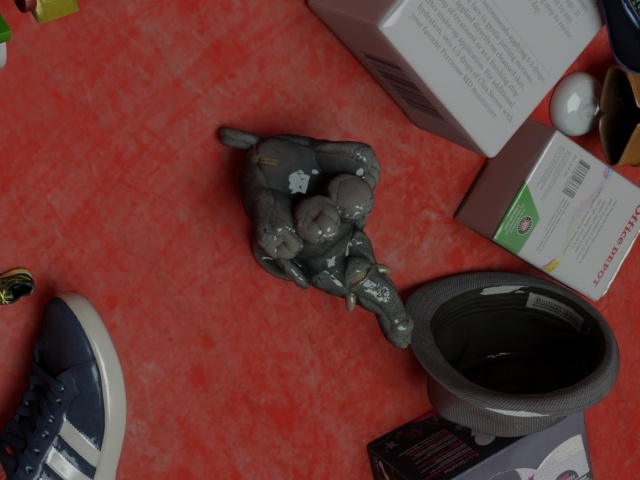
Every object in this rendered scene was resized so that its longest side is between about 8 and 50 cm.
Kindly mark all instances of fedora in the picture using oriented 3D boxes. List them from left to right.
[{"bbox_3d":[0.223,0.155,1.670,0.275,0.243,0.124,-11,135,-24],"label":"fedora"}]

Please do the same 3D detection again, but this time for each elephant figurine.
[{"bbox_3d":[0.000,0.000,1.512,0.169,0.186,0.239,-9,147,8],"label":"elephant figurine"}]

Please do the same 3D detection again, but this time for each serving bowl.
[{"bbox_3d":[0.328,-0.169,1.715,0.083,0.027,0.083,-12,115,-27],"label":"serving bowl"}]

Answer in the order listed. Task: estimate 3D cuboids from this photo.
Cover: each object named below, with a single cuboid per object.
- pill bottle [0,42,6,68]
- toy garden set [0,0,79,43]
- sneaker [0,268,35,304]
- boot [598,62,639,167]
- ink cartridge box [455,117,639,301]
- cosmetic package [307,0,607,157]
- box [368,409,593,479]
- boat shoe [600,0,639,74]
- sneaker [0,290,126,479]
[{"bbox_3d":[-0.397,-0.168,1.219,0.215,0.117,0.117,-19,117,-25],"label":"pill bottle"},{"bbox_3d":[-0.338,-0.257,1.190,0.204,0.244,0.049,-27,163,-29],"label":"toy garden set"},{"bbox_3d":[-0.330,0.052,1.392,0.083,0.035,0.031,-24,118,-22],"label":"sneaker"},{"bbox_3d":[0.454,-0.116,1.740,0.220,0.109,0.283,-19,112,-37],"label":"boot"},{"bbox_3d":[0.296,-0.038,1.704,0.212,0.093,0.154,28,92,-34],"label":"ink cartridge box"},{"bbox_3d":[0.227,-0.343,1.505,0.453,0.161,0.230,-49,125,-6],"label":"cosmetic package"},{"bbox_3d":[0.211,0.300,1.749,0.247,0.142,0.163,-25,119,-21],"label":"box"},{"bbox_3d":[0.343,-0.292,1.441,0.109,0.089,0.258,-40,124,-13],"label":"boat shoe"},{"bbox_3d":[-0.297,0.224,1.418,0.148,0.131,0.350,-7,112,-34],"label":"sneaker"}]
